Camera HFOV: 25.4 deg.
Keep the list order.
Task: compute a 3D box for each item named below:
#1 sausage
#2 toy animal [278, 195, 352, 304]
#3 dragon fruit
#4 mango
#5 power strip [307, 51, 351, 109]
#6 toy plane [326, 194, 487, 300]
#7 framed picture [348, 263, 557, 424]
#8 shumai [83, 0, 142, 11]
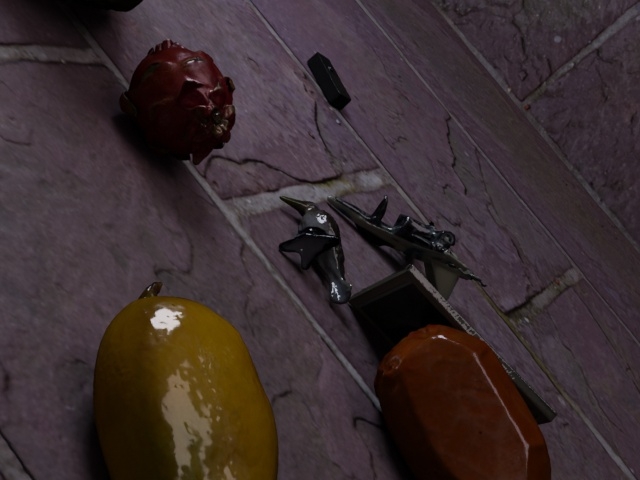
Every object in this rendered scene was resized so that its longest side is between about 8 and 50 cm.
[{"bbox_3d":[0.166,0.220,1.622,0.268,0.153,0.141,59,-3,26],"label":"sausage"},{"bbox_3d":[-0.005,-0.004,1.841,0.105,0.070,0.202,51,11,-28],"label":"toy animal"},{"bbox_3d":[-0.171,-0.167,1.679,0.136,0.133,0.166,96,-28,-54],"label":"dragon fruit"},{"bbox_3d":[-0.111,0.169,1.205,0.176,0.119,0.316,33,34,-44],"label":"mango"},{"bbox_3d":[0.015,-0.271,2.395,0.038,0.029,0.111,24,31,-49],"label":"power strip"},{"bbox_3d":[0.126,-0.009,2.065,0.262,0.088,0.192,39,-6,-18],"label":"toy plane"},{"bbox_3d":[0.161,0.141,1.771,0.260,0.189,0.023,47,64,-6],"label":"framed picture"},{"bbox_3d":[-0.317,-0.494,1.738,0.348,0.395,0.395,14,31,-15],"label":"shumai"}]
